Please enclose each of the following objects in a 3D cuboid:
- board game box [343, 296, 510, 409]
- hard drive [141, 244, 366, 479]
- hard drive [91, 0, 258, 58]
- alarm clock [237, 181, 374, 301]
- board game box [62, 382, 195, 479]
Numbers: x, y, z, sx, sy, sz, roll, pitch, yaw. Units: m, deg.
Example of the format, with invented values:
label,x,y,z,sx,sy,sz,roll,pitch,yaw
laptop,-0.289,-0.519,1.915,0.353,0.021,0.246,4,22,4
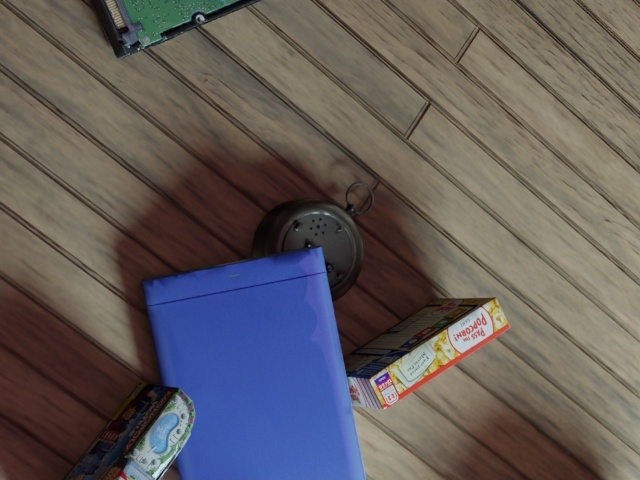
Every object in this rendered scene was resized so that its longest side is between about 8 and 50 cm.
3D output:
label,x,y,z,sx,sy,sz,roll,pitch,yaw
board game box,0.110,0.132,1.757,0.193,0.147,0.045,-31,100,-22
hard drive,-0.072,0.181,1.688,0.210,0.040,0.318,-11,93,0
hard drive,-0.132,-0.382,1.714,0.339,0.064,0.237,-28,99,-23
alarm clock,0.000,0.000,1.761,0.129,0.064,0.192,48,68,-15
board game box,-0.206,0.250,1.583,0.060,0.194,0.194,43,73,-17
